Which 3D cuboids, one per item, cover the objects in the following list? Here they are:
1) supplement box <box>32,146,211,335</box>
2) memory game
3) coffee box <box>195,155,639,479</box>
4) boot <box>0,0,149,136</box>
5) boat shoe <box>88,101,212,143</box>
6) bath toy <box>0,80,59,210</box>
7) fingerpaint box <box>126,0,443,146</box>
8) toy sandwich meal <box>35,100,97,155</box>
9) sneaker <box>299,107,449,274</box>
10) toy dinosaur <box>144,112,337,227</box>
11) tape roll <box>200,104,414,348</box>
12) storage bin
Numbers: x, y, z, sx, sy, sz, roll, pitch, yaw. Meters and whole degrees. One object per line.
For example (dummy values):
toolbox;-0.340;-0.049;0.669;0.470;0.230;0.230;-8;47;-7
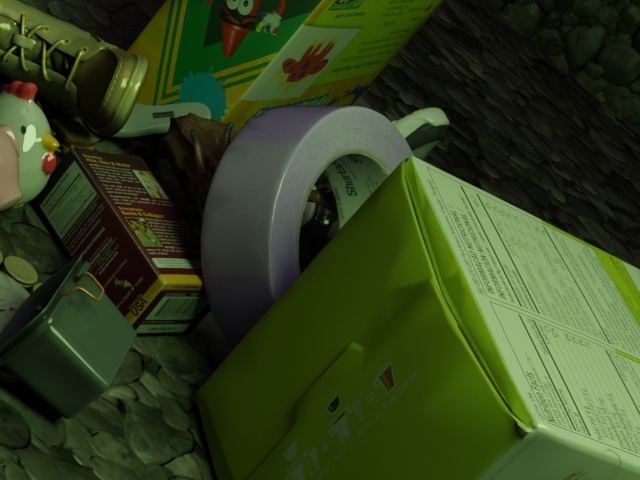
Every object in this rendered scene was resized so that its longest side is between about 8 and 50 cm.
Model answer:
supplement box;-0.191;0.002;1.570;0.104;0.081;0.188;5;42;-54
memory game;-0.294;0.059;1.403;0.186;0.012;0.186;33;25;-17
coffee box;0.138;0.194;1.402;0.334;0.337;0.338;23;30;-34
boot;-0.302;-0.203;1.679;0.203;0.095;0.262;27;3;-25
boat shoe;-0.196;-0.130;1.803;0.142;0.040;0.049;-2;49;-8
bath toy;-0.333;-0.063;1.392;0.151;0.129;0.348;31;21;9
fingerpaint box;-0.018;-0.297;1.995;0.163;0.371;0.445;47;25;10
toy sandwich meal;-0.284;-0.123;1.716;0.085;0.029;0.085;33;24;-17
sneaker;0.071;-0.030;1.842;0.153;0.268;0.101;52;-7;7
toy dinosaur;-0.113;-0.075;1.691;0.296;0.127;0.200;40;5;39
tape roll;0.000;0.000;1.594;0.090;0.274;0.275;5;0;37
storage bin;-0.214;0.083;1.359;0.091;0.098;0.135;47;22;-13
